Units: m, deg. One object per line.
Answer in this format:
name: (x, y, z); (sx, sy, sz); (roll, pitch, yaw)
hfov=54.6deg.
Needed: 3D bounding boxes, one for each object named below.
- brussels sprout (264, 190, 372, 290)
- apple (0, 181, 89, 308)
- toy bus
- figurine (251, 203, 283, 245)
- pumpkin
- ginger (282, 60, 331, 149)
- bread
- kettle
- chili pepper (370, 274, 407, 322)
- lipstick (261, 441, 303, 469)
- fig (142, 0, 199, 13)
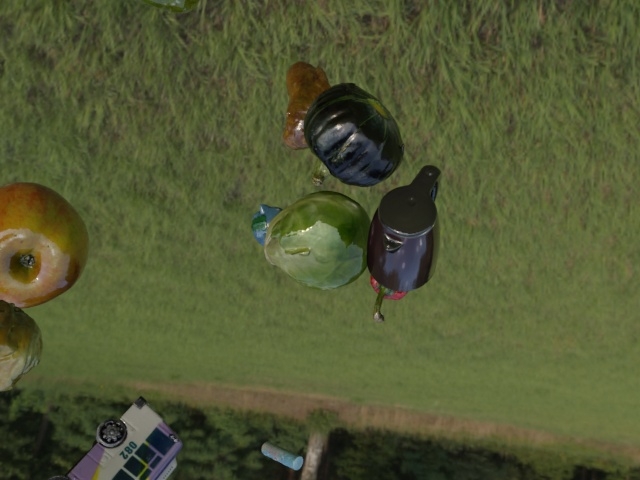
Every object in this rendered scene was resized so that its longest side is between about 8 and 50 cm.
brussels sprout: (0.000, 0.000, 1.399); (0.244, 0.244, 0.244); (8, 164, 2)
apple: (-0.689, 0.015, 1.420); (0.302, 0.301, 0.301); (8, 164, 2)
toy bus: (-0.607, 0.696, 1.797); (0.249, 0.440, 0.209); (38, 139, 3)
figurine: (-0.102, -0.029, 1.557); (0.178, 0.114, 0.145); (0, 177, -37)
pumpkin: (0.074, -0.264, 1.678); (0.296, 0.295, 0.296); (8, 164, 2)
ginger: (-0.030, -0.427, 1.921); (0.173, 0.321, 0.165); (-12, 150, 26)
bread: (-0.499, 0.145, 0.788); (0.268, 0.129, 0.152); (-5, -146, -37)
kettle: (0.175, -0.025, 1.179); (0.144, 0.202, 0.232); (33, 161, 16)
chili pepper: (0.212, 0.051, 1.612); (0.110, 0.387, 0.110); (18, 136, 18)
lipstick: (-0.131, 0.725, 2.096); (0.158, 0.048, 0.048); (8, 167, 42)
fig: (-0.401, -0.771, 1.638); (0.233, 0.313, 0.233); (16, -171, -2)
